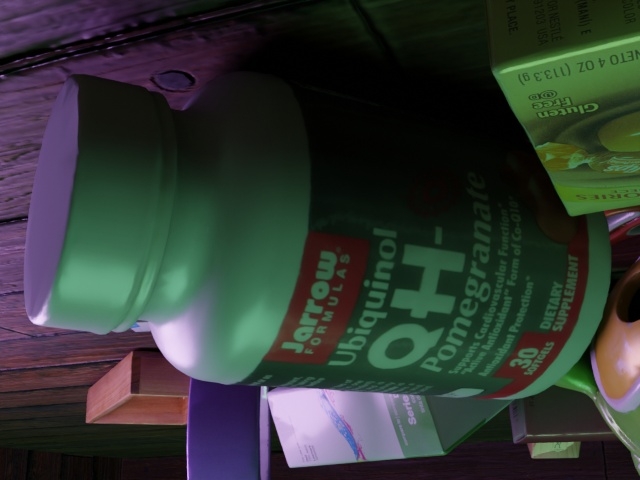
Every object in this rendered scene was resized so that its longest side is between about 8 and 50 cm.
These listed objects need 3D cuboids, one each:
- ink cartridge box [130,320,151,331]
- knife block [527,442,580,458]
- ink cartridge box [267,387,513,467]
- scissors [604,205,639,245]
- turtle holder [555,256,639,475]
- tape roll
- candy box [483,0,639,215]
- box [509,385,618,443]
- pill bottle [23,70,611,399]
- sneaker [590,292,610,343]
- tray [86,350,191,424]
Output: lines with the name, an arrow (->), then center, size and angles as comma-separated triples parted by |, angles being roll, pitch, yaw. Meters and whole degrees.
ink cartridge box -> -0.188, 0.090, 0.975 | 0.083, 0.028, 0.048 | -4, 162, 6
knife block -> 0.419, 0.260, 1.470 | 0.088, 0.242, 0.276 | -1, -154, 3
ink cartridge box -> 0.095, 0.216, 1.128 | 0.278, 0.117, 0.201 | -18, 180, 41
scissors -> 0.237, 0.008, 0.774 | 0.108, 0.021, 0.297 | -6, 166, -15
turtle holder -> 0.356, 0.086, 0.752 | 0.320, 0.243, 0.227 | 31, 161, 34
tape roll -> -0.119, 0.266, 1.118 | 0.090, 0.275, 0.275 | -2, 161, 0
candy box -> 0.245, -0.100, 0.342 | 0.316, 0.088, 0.183 | -10, 159, 24
box -> 0.406, 0.224, 1.223 | 0.232, 0.149, 0.127 | -3, 161, 3
pill bottle -> 0.000, 0.000, 0.486 | 0.318, 0.177, 0.176 | 9, 159, -28
sneaker -> 0.409, 0.122, 1.018 | 0.366, 0.150, 0.135 | 41, 178, -44
tray -> -0.276, 0.267, 1.431 | 0.202, 0.076, 0.411 | 7, 161, -24
